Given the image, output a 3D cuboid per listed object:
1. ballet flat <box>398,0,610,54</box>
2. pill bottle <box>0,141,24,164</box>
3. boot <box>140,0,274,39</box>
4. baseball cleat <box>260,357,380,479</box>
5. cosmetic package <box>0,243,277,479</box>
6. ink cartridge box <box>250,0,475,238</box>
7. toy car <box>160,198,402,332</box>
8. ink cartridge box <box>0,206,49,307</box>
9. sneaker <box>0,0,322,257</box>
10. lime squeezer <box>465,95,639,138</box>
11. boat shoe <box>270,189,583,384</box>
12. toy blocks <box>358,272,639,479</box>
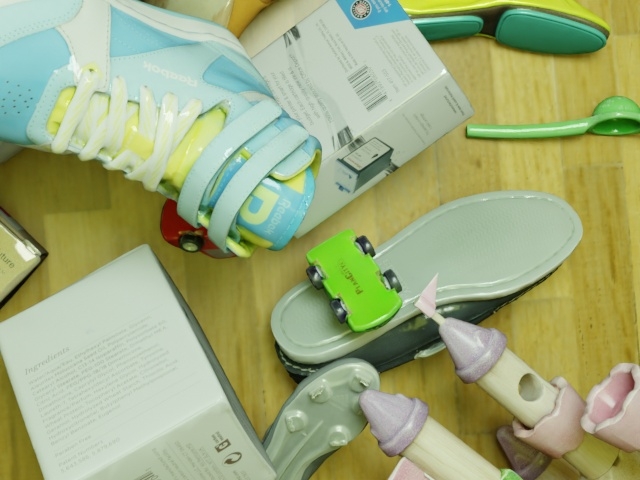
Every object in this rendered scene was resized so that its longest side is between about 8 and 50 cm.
[{"bbox_3d":[0.159,-0.224,1.048,0.230,0.077,0.077,2,74,-5],"label":"ballet flat"},{"bbox_3d":[-0.332,-0.249,0.918,0.204,0.204,0.361,-40,95,-4],"label":"pill bottle"},{"bbox_3d":[-0.035,-0.243,0.997,0.211,0.295,0.104,-20,62,-42],"label":"boot"},{"bbox_3d":[-0.018,0.168,1.005,0.072,0.109,0.206,34,110,-11],"label":"baseball cleat"},{"bbox_3d":[-0.154,0.136,0.936,0.151,0.151,0.184,-29,51,-5],"label":"cosmetic package"},{"bbox_3d":[0.012,-0.116,0.958,0.190,0.082,0.140,-36,57,10],"label":"ink cartridge box"},{"bbox_3d":[0.000,0.000,0.996,0.239,0.053,0.225,-30,57,-5],"label":"toy car"},{"bbox_3d":[-0.388,0.001,0.975,0.234,0.088,0.193,45,85,-5],"label":"ink cartridge box"},{"bbox_3d":[-0.117,-0.077,0.784,0.208,0.319,0.127,48,121,26],"label":"sneaker"},{"bbox_3d":[0.295,-0.149,1.072,0.310,0.059,0.110,-33,95,-4],"label":"lime squeezer"},{"bbox_3d":[0.099,0.046,1.039,0.302,0.091,0.114,-19,55,-5],"label":"boat shoe"},{"bbox_3d":[0.115,0.220,0.939,0.260,0.309,0.289,38,71,-9],"label":"toy blocks"}]
